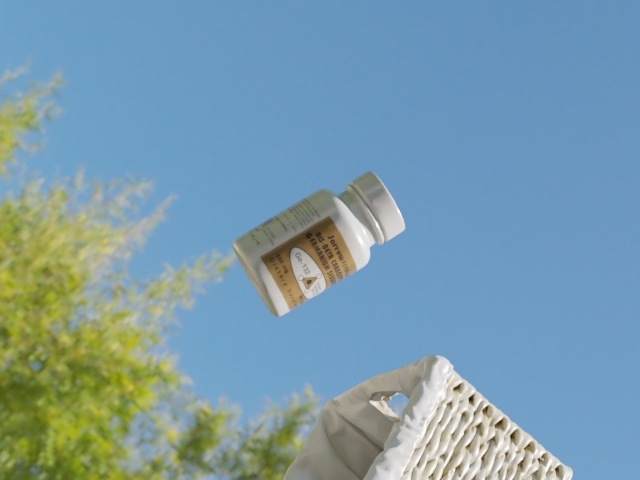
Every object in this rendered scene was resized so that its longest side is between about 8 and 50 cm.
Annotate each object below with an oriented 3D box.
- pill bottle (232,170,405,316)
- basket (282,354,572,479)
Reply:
[{"bbox_3d":[0.000,0.000,1.896,0.131,0.229,0.131,58,-7,11],"label":"pill bottle"},{"bbox_3d":[0.103,0.379,1.739,0.266,0.331,0.328,38,-30,-10],"label":"basket"}]
